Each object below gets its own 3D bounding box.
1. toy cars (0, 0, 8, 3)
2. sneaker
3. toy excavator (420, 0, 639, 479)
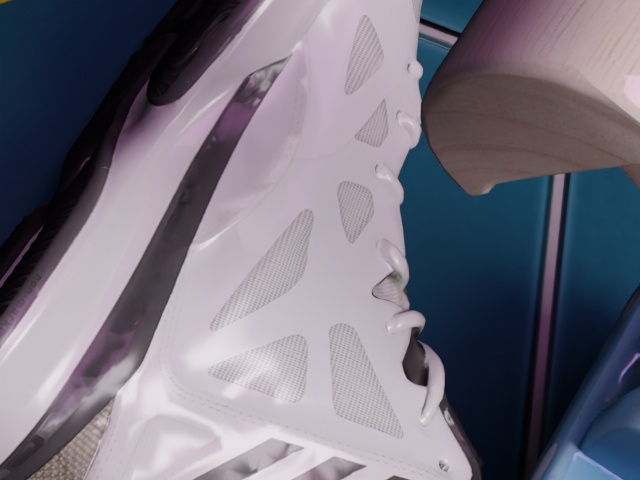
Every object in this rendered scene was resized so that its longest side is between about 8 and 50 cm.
[{"bbox_3d":[-0.159,-0.184,0.975,0.394,0.087,0.176,-31,53,-34],"label":"toy cars"},{"bbox_3d":[-0.001,0.001,0.954,0.257,0.169,0.447,40,65,-15],"label":"sneaker"},{"bbox_3d":[0.214,0.077,0.820,0.433,0.445,0.222,33,67,1],"label":"toy excavator"}]
